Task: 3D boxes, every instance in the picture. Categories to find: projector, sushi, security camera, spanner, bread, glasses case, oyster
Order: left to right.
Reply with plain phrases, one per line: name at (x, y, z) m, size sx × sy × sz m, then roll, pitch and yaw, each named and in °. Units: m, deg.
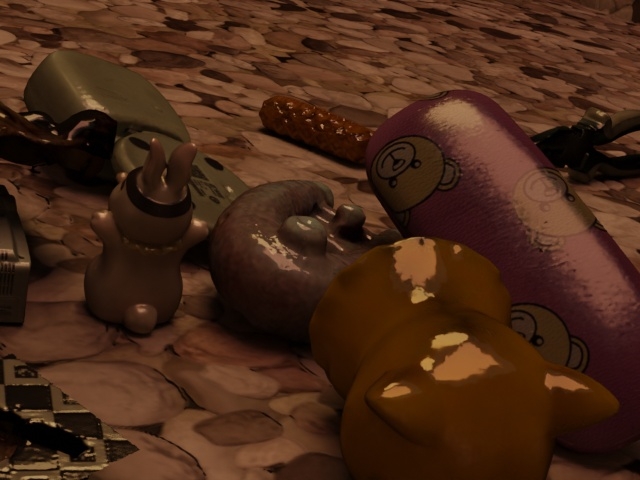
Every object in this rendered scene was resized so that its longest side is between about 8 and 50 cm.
oyster at (-0.313, -0.100, 0.919) m, size 0.221 × 0.096 × 0.361 m, roll 10°, pitch 2°, yaw -35°
projector at (-0.273, 0.001, 0.824) m, size 0.115 × 0.061 × 0.147 m, roll 5°, pitch 23°, yaw -25°
sushi at (-0.185, 0.117, 0.628) m, size 0.120 × 0.026 × 0.126 m, roll 29°, pitch 30°, yaw 30°
security camera at (-0.161, -0.070, 1.057) m, size 0.157 × 0.080 × 0.301 m, roll 13°, pitch 26°, yaw -48°
bread at (-0.002, -0.130, 1.340) m, size 0.157 × 0.044 × 0.052 m, roll 24°, pitch 26°, yaw 26°
glasses case at (0.149, 0.013, 0.860) m, size 0.123 × 0.076 × 0.316 m, roll -30°, pitch 62°, yaw -7°
spanner at (0.361, -0.123, 1.470) m, size 0.325 × 0.095 × 0.040 m, roll -7°, pitch 28°, yaw -43°

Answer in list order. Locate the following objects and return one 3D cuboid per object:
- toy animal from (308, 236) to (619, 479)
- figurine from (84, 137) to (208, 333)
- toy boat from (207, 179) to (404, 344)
toy animal at (0.073, 0.076, 0.730) m, size 0.156 × 0.156 × 0.230 m, roll 6°, pitch 18°, yaw -17°
figurine at (-0.135, -0.017, 0.830) m, size 0.081 × 0.146 × 0.098 m, roll -8°, pitch 28°, yaw -41°
toy boat at (0.000, 0.000, 0.916) m, size 0.155 × 0.085 × 0.227 m, roll 34°, pitch 25°, yaw 11°
